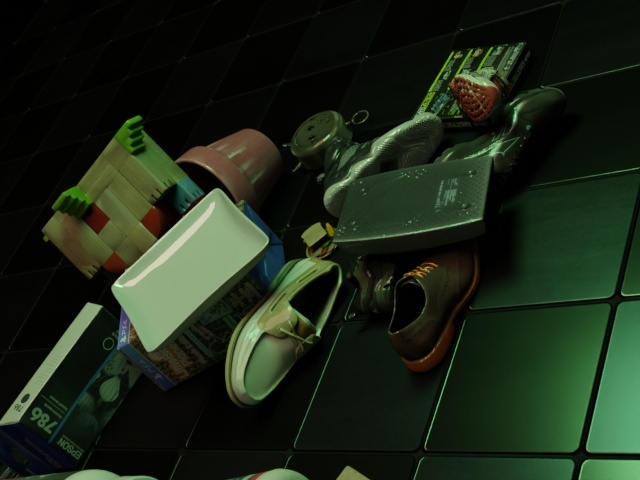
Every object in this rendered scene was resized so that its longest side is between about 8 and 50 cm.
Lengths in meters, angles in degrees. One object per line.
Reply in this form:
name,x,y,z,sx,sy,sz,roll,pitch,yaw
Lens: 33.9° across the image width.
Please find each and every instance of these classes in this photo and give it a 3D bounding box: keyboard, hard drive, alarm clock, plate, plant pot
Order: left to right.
keyboard,-0.611,0.469,2.053,0.180,0.023,0.108,-50,28,-11
plate,-0.228,0.054,1.861,0.277,0.045,0.278,-44,34,-3
plant pot,-0.180,-0.131,2.168,0.201,0.201,0.180,1,36,46
alarm clock,0.015,-0.221,2.179,0.192,0.064,0.129,-26,36,16
hard drive,0.157,-0.053,1.712,0.254,0.054,0.172,-9,40,24

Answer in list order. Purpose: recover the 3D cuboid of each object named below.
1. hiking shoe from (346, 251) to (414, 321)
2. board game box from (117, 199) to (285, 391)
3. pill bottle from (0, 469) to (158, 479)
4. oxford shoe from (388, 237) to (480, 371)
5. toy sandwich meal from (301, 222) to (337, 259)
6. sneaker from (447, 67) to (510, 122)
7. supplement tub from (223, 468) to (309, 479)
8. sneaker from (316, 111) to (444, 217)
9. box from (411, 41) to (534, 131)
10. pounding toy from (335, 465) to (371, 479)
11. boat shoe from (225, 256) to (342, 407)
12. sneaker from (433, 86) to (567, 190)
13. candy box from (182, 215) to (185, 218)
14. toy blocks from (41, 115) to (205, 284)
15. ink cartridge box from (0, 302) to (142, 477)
hiking shoe,0.093,0.031,1.785,0.114,0.086,0.227,-17,41,27
board game box,-0.217,0.101,1.967,0.291,0.141,0.232,-30,35,16
pill bottle,-0.405,0.474,1.667,0.363,0.210,0.210,-14,42,34
oxford shoe,0.178,0.068,1.644,0.097,0.098,0.271,-11,43,38
toy sandwich meal,0.000,0.000,1.965,0.085,0.029,0.086,-27,36,21
sneaker,0.281,-0.263,1.809,0.092,0.088,0.225,-26,10,4
supplement tub,-0.134,0.431,1.460,0.272,0.191,0.191,-18,40,31
sneaker,0.100,-0.169,1.989,0.268,0.101,0.153,-39,36,8
box,0.288,-0.289,1.995,0.184,0.045,0.191,1,52,48
pounding toy,0.012,0.385,1.351,0.181,0.206,0.094,-51,34,-13
boat shoe,-0.060,0.147,1.782,0.103,0.113,0.302,-10,44,45
sneaker,0.318,-0.150,1.783,0.267,0.101,0.106,-38,53,7
candy box,-0.286,-0.031,2.269,0.109,0.053,0.187,12,61,51
toy blocks,-0.376,-0.033,2.122,0.381,0.261,0.191,-46,-2,28
ink cartridge box,-0.467,0.296,1.975,0.065,0.165,0.333,8,58,48
